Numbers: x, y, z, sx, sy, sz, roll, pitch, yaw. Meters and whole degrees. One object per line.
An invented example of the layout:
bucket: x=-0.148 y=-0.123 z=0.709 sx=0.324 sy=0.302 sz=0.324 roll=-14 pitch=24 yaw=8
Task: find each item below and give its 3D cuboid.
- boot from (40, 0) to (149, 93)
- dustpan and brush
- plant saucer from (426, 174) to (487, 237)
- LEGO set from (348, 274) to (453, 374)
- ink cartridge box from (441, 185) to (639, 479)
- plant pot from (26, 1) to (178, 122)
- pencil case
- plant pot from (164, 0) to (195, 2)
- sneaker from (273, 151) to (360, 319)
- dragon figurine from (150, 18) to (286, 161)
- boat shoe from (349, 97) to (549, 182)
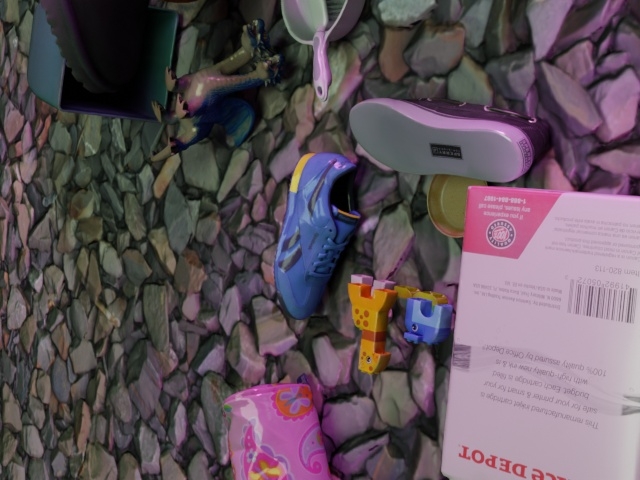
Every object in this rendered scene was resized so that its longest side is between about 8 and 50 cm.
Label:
boot: x=-0.104 y=-0.358 z=1.113 sx=0.146 sy=0.445 sz=0.367 roll=-84 pitch=-14 yaw=-53
dustpan and brush: x=0.005 y=-0.263 z=1.157 sx=0.147 sy=0.060 sz=0.211 roll=-20 pitch=75 yaw=45
plant saucer: x=0.150 y=-0.044 z=1.036 sx=0.083 sy=0.015 sz=0.083 roll=-2 pitch=87 yaw=46
LEGO set: x=0.091 y=0.102 z=1.046 sx=0.227 sy=0.087 sz=0.093 roll=12 pitch=98 yaw=47
ink cartridge box: x=0.231 y=0.098 z=0.876 sx=0.207 sy=0.117 sz=0.283 roll=9 pitch=95 yaw=46
plant pot: x=-0.352 y=-0.281 z=1.465 sx=0.234 sy=0.165 sz=0.165 roll=20 pitch=104 yaw=51
pencil case: x=-0.042 y=0.310 z=1.167 sx=0.124 sy=0.124 sz=0.284 roll=-29 pitch=69 yaw=42
plant pot: x=-0.191 y=-0.429 z=1.284 sx=0.205 sy=0.205 sz=0.188 roll=50 pitch=139 yaw=34
sneaker: x=0.000 y=0.000 z=1.157 sx=0.082 sy=0.069 sz=0.209 roll=18 pitch=102 yaw=41
dragon figurine: x=-0.141 y=-0.175 z=1.291 sx=0.085 sy=0.144 sz=0.289 roll=65 pitch=150 yaw=22
boat shoe: x=0.134 y=-0.117 z=1.014 sx=0.228 sy=0.076 sz=0.080 roll=13 pitch=126 yaw=43
